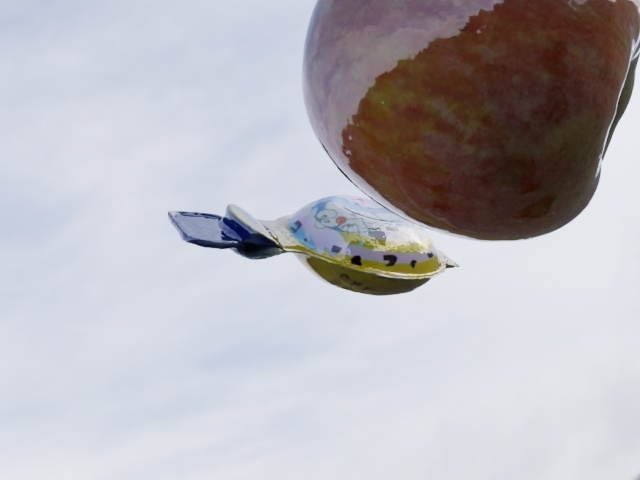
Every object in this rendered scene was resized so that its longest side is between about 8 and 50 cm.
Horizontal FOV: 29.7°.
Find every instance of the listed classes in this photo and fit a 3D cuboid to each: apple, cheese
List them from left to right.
[{"bbox_3d":[0.000,0.000,0.999,0.250,0.156,0.064,4,-72,-25],"label":"cheese"},{"bbox_3d":[0.085,-0.096,0.677,0.188,0.174,0.188,-56,-23,-39],"label":"apple"}]
